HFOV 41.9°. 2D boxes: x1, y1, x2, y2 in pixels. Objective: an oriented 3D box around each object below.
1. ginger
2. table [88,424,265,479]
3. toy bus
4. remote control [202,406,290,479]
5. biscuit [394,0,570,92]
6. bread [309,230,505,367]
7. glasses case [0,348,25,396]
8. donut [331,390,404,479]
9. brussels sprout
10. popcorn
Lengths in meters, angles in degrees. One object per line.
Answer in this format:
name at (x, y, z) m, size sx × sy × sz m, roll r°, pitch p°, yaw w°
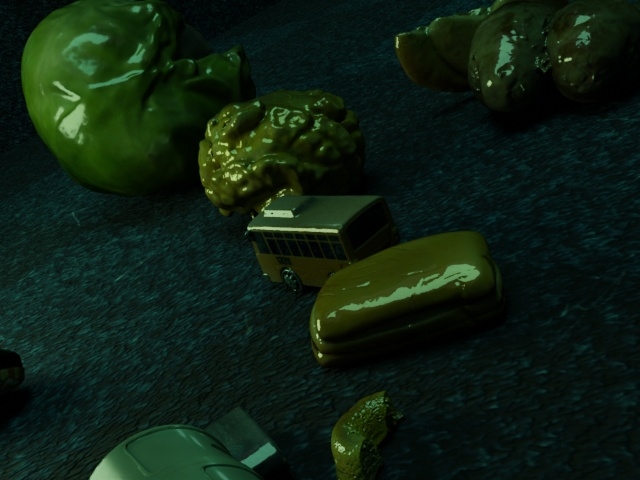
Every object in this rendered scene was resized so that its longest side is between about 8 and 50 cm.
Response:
ginger at (0.355, -0.267, 1.194) m, size 0.304 × 0.155 × 0.244 m, roll 4°, pitch 27°, yaw 34°
table at (-0.064, 0.212, 0.530) m, size 0.126 × 0.126 × 0.220 m, roll -33°, pitch 24°, yaw -22°
toy bus at (0.000, 0.000, 0.972) m, size 0.182 × 0.103 × 0.091 m, roll 3°, pitch 34°, yaw 49°
remote control at (-0.202, 0.261, 0.666) m, size 0.377 × 0.044 × 0.107 m, roll -31°, pitch 20°, yaw -18°
biscuit at (0.273, -0.323, 1.362) m, size 0.299 × 0.154 × 0.045 m, roll -26°, pitch 24°, yaw -2°
bread at (0.079, 0.055, 0.823) m, size 0.200 × 0.077 × 0.116 m, roll -18°, pitch 31°, yaw 14°
glasses case at (-0.516, 0.190, 1.040) m, size 0.321 × 0.082 × 0.122 m, roll -15°, pitch -9°, yaw 20°
donut at (0.039, 0.156, 0.672) m, size 0.083 × 0.038 × 0.067 m, roll -35°, pitch 22°, yaw -22°
brussels sprout at (-0.346, -0.247, 1.569) m, size 0.342 × 0.425 × 0.361 m, roll 115°, pitch 175°, yaw -57°
popcorn at (-0.055, -0.122, 1.209) m, size 0.250 × 0.190 × 0.250 m, roll -18°, pitch 11°, yaw 4°
